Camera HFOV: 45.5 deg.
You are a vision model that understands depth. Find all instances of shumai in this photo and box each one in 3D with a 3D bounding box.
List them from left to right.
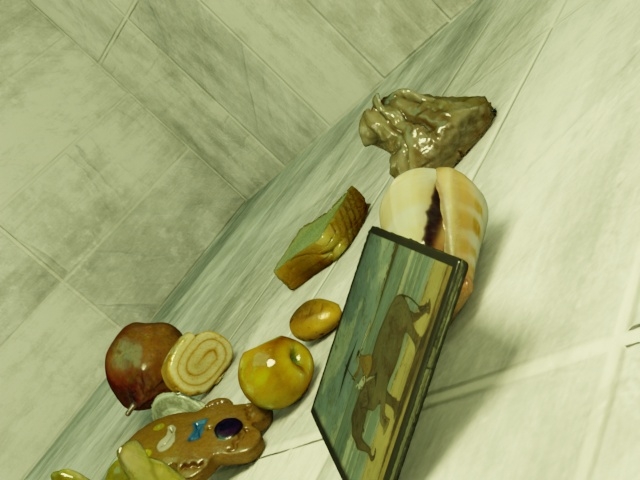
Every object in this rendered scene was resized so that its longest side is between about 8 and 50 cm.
[{"bbox_3d":[0.178,-0.214,1.377,0.218,0.185,0.184,-43,12,22],"label":"shumai"}]

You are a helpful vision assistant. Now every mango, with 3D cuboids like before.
[{"bbox_3d":[-0.007,0.128,1.239,0.114,0.057,0.079,-20,24,50],"label":"mango"}]

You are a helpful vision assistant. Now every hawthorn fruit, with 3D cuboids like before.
[{"bbox_3d":[-0.409,0.313,1.787,0.208,0.208,0.248,-42,26,24],"label":"hawthorn fruit"}]

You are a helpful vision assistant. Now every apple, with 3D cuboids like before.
[{"bbox_3d":[-0.061,0.192,1.108,0.102,0.099,0.114,-31,-10,38],"label":"apple"}]

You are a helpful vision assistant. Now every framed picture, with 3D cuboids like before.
[{"bbox_3d":[0.058,0.123,0.832,0.347,0.016,0.265,-142,69,-79],"label":"framed picture"}]

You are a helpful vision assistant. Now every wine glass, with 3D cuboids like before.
[{"bbox_3d":[-0.268,0.362,1.225,0.126,0.126,0.241,-41,10,30],"label":"wine glass"}]

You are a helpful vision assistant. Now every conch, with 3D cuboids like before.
[{"bbox_3d":[0.154,0.012,0.952,0.158,0.127,0.255,-37,40,37],"label":"conch"}]

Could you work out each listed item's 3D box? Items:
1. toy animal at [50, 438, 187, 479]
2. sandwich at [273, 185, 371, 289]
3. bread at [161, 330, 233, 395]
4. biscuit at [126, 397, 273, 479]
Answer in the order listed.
[{"bbox_3d":[-0.292,0.410,0.983,0.363,0.180,0.181,-38,33,34],"label":"toy animal"},{"bbox_3d":[0.000,0.000,1.627,0.214,0.065,0.186,-36,16,47],"label":"sandwich"},{"bbox_3d":[-0.256,0.250,1.578,0.149,0.122,0.073,-54,16,-27],"label":"bread"},{"bbox_3d":[-0.187,0.293,1.119,0.236,0.039,0.180,-16,22,12],"label":"biscuit"}]
